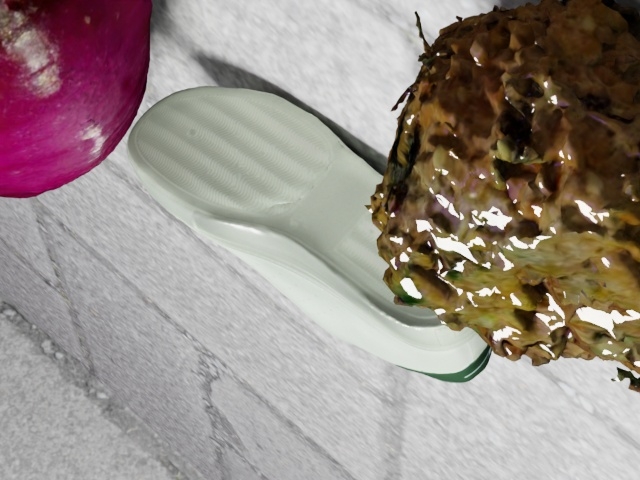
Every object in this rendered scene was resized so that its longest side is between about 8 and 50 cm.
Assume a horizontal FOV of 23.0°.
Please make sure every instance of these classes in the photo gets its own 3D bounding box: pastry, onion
[{"bbox_3d":[0.135,-0.014,0.892,0.275,0.193,0.275,38,157,20],"label":"pastry"},{"bbox_3d":[-0.336,-0.154,1.293,0.348,0.385,0.348,41,164,15],"label":"onion"}]

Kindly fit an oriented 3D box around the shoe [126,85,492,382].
[{"bbox_3d":[0.000,0.000,1.307,0.363,0.132,0.160,31,162,29],"label":"shoe"}]
